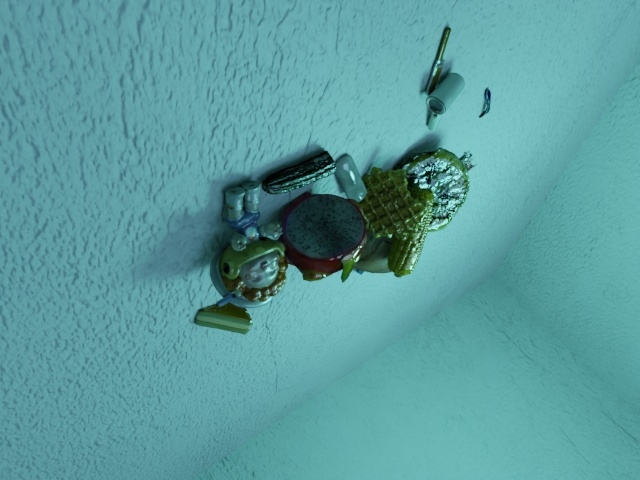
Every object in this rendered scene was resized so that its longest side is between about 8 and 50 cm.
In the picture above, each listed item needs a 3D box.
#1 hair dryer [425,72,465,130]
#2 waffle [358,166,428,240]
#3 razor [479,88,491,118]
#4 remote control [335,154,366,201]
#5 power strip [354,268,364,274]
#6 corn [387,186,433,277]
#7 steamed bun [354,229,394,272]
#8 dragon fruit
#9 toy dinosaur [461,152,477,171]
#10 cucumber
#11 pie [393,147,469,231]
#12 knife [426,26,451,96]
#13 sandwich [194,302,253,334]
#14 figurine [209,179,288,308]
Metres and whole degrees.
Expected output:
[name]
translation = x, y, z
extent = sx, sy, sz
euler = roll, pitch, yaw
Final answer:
[hair dryer]
translation = 0.404, -0.440, 1.829
extent = 0.131, 0.073, 0.236
euler = -50, 164, -17
[waffle]
translation = 0.245, -0.124, 1.910
extent = 0.291, 0.291, 0.051
euler = -58, -179, 30
[razor]
translation = 0.634, -0.519, 2.081
extent = 0.044, 0.028, 0.154
euler = -38, 155, -8
[remote control]
translation = 0.104, -0.195, 1.796
extent = 0.073, 0.044, 0.229
euler = -38, 143, -5
[power strip]
translation = 0.203, 0.099, 2.432
extent = 0.123, 0.032, 0.056
euler = -46, 154, 9
[corn]
translation = 0.333, -0.026, 2.019
extent = 0.121, 0.120, 0.362
euler = -14, 125, -45
[steamed bun]
translation = 0.264, 0.022, 2.204
extent = 0.301, 0.199, 0.252
euler = -52, 152, 20
[dragon fruit]
translation = 0.000, 0.000, 1.727
extent = 0.291, 0.290, 0.189
euler = -30, 152, -24
[toy dinosaur]
translation = 0.605, -0.325, 2.340
extent = 0.220, 0.032, 0.108
euler = -7, 142, -36
[cucumber]
translation = -0.059, -0.189, 1.579
extent = 0.265, 0.077, 0.077
euler = -27, 150, -25
[pie]
translation = 0.426, -0.191, 2.075
extent = 0.297, 0.078, 0.371
euler = -35, 126, 0
[knife]
translation = 0.367, -0.539, 1.684
extent = 0.046, 0.022, 0.256
euler = -35, 154, -28
[sandwich]
translation = -0.328, 0.276, 1.867
extent = 0.163, 0.113, 0.079
euler = -13, 142, -45
[figurine]
translation = -0.201, 0.003, 1.582
extent = 0.225, 0.205, 0.381
euler = -12, 122, -41
